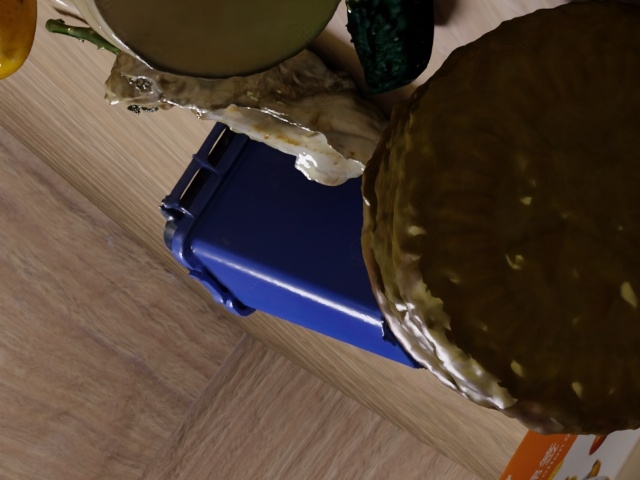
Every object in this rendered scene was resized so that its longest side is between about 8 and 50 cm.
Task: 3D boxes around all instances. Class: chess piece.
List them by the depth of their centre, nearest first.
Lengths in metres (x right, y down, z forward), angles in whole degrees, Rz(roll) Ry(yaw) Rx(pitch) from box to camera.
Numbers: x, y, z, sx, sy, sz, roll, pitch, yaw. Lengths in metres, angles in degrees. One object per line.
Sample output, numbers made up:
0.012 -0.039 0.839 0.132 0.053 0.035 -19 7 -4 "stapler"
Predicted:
-0.130 -0.179 0.724 0.307 0.138 0.124 28 151 52 "chess piece"

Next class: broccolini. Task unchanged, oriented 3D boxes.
-0.212 -0.191 1.215 0.194 0.054 0.052 38 142 27 "broccolini"

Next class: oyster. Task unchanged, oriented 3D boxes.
-0.031 -0.104 0.858 0.232 0.107 0.161 19 169 -14 "oyster"

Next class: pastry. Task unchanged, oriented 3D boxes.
0.111 -0.006 0.534 0.188 0.189 0.103 37 177 -7 "pastry"

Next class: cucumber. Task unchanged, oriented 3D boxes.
0.031 -0.128 0.593 0.046 0.071 0.220 3 165 10 "cucumber"

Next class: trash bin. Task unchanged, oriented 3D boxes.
0.000 0.000 1.027 0.234 0.163 0.184 24 165 30 "trash bin"

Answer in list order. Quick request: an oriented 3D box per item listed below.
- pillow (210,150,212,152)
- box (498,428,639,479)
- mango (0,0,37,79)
-0.019 -0.029 1.231 0.208 0.053 0.119 26 168 32 "pillow"
0.246 0.215 0.972 0.143 0.225 0.341 35 170 0 "box"
-0.343 -0.233 1.135 0.252 0.154 0.126 45 -176 34 "mango"
